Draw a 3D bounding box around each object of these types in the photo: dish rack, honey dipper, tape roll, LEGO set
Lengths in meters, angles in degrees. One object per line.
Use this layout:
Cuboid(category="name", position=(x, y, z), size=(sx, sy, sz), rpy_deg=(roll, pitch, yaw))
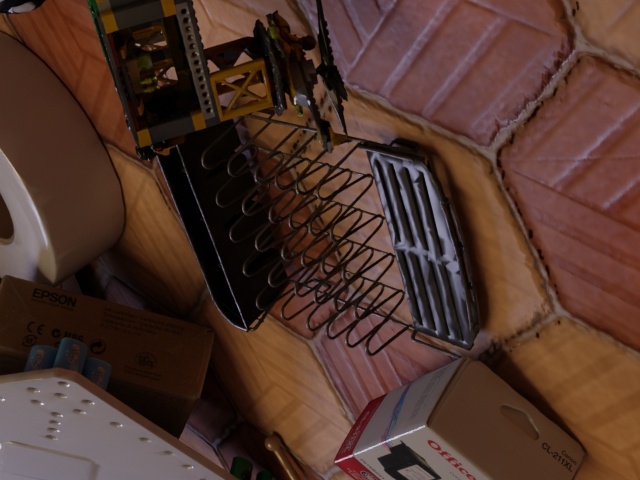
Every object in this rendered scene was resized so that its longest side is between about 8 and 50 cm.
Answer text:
Cuboid(category="dish rack", position=(0.000, 0.000, 0.930), size=(0.272, 0.074, 0.208), rpy_deg=(17, 138, 42))
Cuboid(category="honey dipper", position=(-0.017, 0.284, 1.306), size=(0.160, 0.030, 0.030), rpy_deg=(57, 150, -7))
Cuboid(category="tape roll", position=(-0.342, -0.084, 1.273), size=(0.286, 0.100, 0.286), rpy_deg=(34, 146, 27))
Cuboid(category="LEGO set", position=(-0.066, -0.224, 0.731), size=(0.255, 0.192, 0.331), rpy_deg=(-119, 15, -55))

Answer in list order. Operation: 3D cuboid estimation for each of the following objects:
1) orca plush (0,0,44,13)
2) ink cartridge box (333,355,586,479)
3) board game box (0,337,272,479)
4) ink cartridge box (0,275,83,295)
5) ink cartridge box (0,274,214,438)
Cuboid(category="orca plush", position=(-0.210, -0.278, 0.935), size=(0.287, 0.102, 0.151), rpy_deg=(113, 160, -46))
Cuboid(category="ink cartridge box", position=(0.107, 0.176, 0.953), size=(0.127, 0.072, 0.175), rpy_deg=(40, 151, -5))
Cuboid(category="board game box", position=(-0.305, 0.232, 1.327), size=(0.390, 0.050, 0.390), rpy_deg=(-11, 145, 29))
Cuboid(category="ink cartridge box", position=(-0.395, 0.109, 1.429), size=(0.092, 0.219, 0.160), rpy_deg=(45, 155, 48))
Cuboid(category="ink cartridge box", position=(-0.251, 0.141, 1.302), size=(0.235, 0.088, 0.193), rpy_deg=(16, 150, -9))
